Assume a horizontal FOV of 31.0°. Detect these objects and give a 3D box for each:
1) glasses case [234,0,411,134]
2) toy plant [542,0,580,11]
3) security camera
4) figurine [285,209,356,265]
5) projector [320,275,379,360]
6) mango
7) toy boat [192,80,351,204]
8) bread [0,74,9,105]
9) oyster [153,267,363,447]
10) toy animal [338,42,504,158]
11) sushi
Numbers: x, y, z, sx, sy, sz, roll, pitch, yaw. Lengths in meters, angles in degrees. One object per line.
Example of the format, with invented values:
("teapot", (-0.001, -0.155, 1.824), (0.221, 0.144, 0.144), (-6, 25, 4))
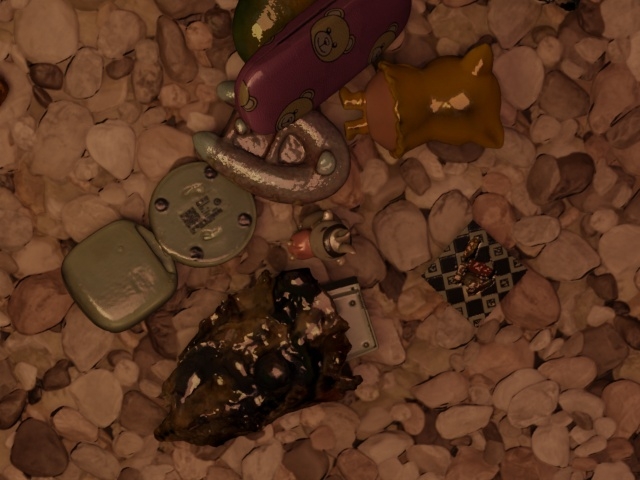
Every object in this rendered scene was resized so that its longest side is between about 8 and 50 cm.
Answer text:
("glasses case", (0.008, -0.267, 1.590), (0.316, 0.076, 0.123), (-41, 143, -20))
("toy plant", (0.335, -0.490, 1.481), (0.247, 0.247, 0.332), (37, 93, -10))
("security camera", (-0.231, 0.007, 1.690), (0.301, 0.080, 0.157), (-36, 86, -8))
("figurine", (0.003, 0.009, 1.667), (0.098, 0.146, 0.081), (-36, 102, 5))
("projector", (0.003, 0.131, 1.736), (0.147, 0.061, 0.115), (-18, 100, -1))
("mango", (-0.056, -0.328, 1.627), (0.122, 0.085, 0.191), (18, 102, -6))
("toy boat", (-0.062, -0.137, 1.651), (0.227, 0.085, 0.155), (26, 84, -8))
("bread", (-0.503, -0.174, 1.648), (0.052, 0.044, 0.157), (36, 97, -13))
("oyster", (-0.122, 0.184, 1.687), (0.361, 0.096, 0.221), (-25, 93, 18))
("toy animal", (0.144, -0.193, 1.641), (0.230, 0.156, 0.156), (-10, 102, 2))
("sushi", (0.232, 0.049, 1.753), (0.126, 0.026, 0.120), (41, 93, -15))
